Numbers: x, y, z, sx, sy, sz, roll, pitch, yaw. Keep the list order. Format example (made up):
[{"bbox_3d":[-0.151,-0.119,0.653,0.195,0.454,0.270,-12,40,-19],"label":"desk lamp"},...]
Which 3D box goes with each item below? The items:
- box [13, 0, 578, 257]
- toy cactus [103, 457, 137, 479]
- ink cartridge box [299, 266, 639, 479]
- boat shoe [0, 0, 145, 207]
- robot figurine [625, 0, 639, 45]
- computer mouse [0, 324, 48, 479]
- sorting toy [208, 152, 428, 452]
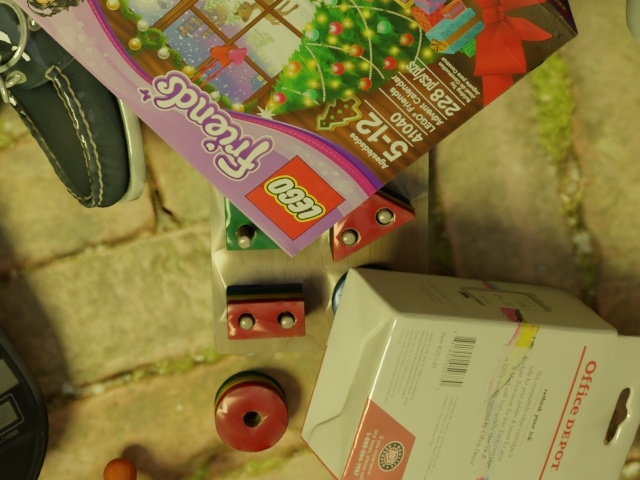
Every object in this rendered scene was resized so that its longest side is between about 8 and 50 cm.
[{"bbox_3d":[-0.039,-0.151,0.940,0.201,0.057,0.293,-38,115,20],"label":"box"},{"bbox_3d":[-0.159,0.230,1.150,0.219,0.112,0.180,-14,143,-30],"label":"toy cactus"},{"bbox_3d":[0.099,0.087,1.116,0.198,0.067,0.115,7,110,-29],"label":"ink cartridge box"},{"bbox_3d":[-0.176,-0.126,1.014,0.079,0.095,0.254,-32,107,-34],"label":"boat shoe"},{"bbox_3d":[0.278,-0.196,0.979,0.300,0.200,0.353,18,110,21],"label":"robot figurine"},{"bbox_3d":[-0.246,0.046,1.091,0.188,0.072,0.272,-27,113,-25],"label":"computer mouse"},{"bbox_3d":[0.000,0.000,1.111,0.132,0.046,0.275,-2,108,-3],"label":"sorting toy"}]
